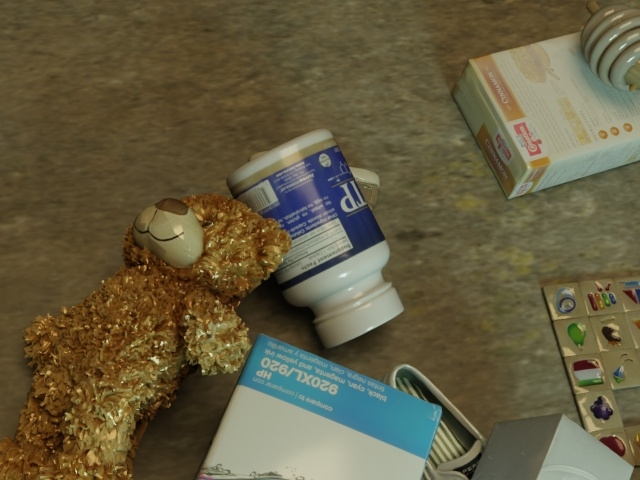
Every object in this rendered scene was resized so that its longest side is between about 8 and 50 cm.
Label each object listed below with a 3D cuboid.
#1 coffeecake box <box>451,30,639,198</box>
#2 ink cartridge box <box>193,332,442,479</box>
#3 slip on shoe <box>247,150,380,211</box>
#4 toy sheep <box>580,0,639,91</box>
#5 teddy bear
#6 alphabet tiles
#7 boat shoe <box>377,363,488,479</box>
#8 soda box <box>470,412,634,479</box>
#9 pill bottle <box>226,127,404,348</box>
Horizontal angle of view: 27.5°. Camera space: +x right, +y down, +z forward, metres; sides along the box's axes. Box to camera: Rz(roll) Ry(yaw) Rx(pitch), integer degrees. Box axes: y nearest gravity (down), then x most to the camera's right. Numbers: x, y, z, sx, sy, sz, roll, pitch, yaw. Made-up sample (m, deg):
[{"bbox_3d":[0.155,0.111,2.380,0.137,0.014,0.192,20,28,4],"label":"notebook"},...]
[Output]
[{"bbox_3d":[0.257,-0.140,1.398,0.185,0.068,0.142,-16,67,-21],"label":"coffeecake box"},{"bbox_3d":[-0.029,0.235,1.068,0.168,0.171,0.233,23,59,0],"label":"ink cartridge box"},{"bbox_3d":[-0.007,-0.056,1.305,0.135,0.051,0.041,13,69,-13],"label":"slip on shoe"},{"bbox_3d":[0.315,-0.203,1.359,0.091,0.091,0.132,-18,52,-21],"label":"toy sheep"},{"bbox_3d":[-0.166,0.088,1.098,0.338,0.245,0.113,-49,116,-8],"label":"teddy bear"},{"bbox_3d":[0.357,0.123,1.313,0.237,0.009,0.198,-5,63,-16],"label":"alphabet tiles"},{"bbox_3d":[0.122,0.210,1.172,0.083,0.076,0.226,-37,75,-27],"label":"boat shoe"},{"bbox_3d":[0.151,0.287,1.068,0.091,0.098,0.286,38,62,-18],"label":"soda box"},{"bbox_3d":[0.000,0.000,1.222,0.112,0.112,0.187,-27,90,-24],"label":"pill bottle"}]
